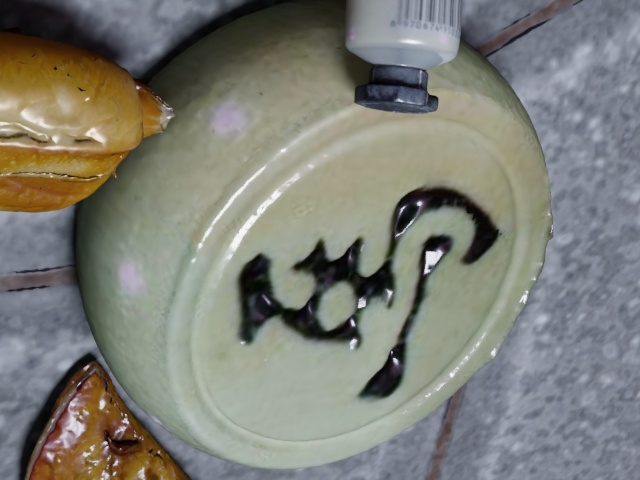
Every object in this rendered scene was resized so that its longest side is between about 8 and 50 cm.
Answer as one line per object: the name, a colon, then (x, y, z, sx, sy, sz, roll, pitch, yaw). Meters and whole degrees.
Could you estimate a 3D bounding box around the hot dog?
hot dog: (-0.180, -0.059, 0.690, 0.249, 0.076, 0.102, 2, 160, -29)

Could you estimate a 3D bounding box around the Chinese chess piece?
Chinese chess piece: (0.000, 0.000, 0.838, 0.250, 0.101, 0.250, -19, 131, -23)

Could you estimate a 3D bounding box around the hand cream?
hand cream: (0.044, -0.174, 0.724, 0.080, 0.050, 0.234, 7, 88, -39)

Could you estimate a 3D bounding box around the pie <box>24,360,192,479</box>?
pie: (-0.112, 0.147, 0.923, 0.088, 0.033, 0.191, -36, 135, 0)
